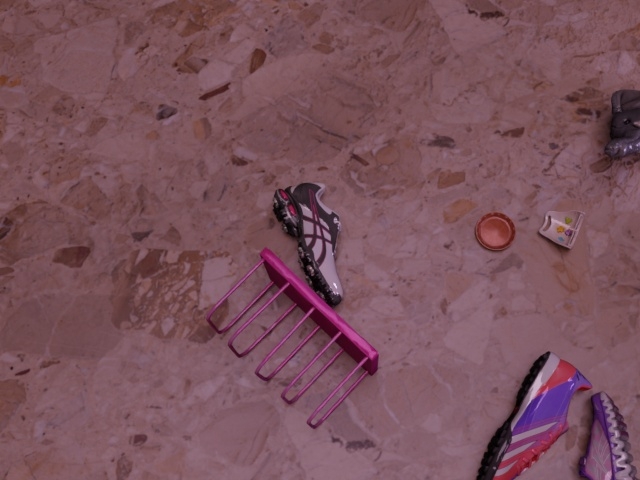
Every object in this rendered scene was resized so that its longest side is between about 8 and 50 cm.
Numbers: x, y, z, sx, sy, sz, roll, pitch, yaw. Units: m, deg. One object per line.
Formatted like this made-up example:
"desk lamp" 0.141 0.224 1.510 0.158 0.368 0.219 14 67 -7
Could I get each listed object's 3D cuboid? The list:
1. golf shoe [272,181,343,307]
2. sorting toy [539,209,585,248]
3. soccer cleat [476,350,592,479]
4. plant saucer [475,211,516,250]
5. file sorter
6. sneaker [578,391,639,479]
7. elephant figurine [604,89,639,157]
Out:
"golf shoe" 0.000 0.000 1.896 0.120 0.105 0.273 -21 74 -12
"sorting toy" 0.493 -0.026 1.917 0.075 0.045 0.083 22 75 16
"soccer cleat" 0.402 0.368 1.768 0.116 0.109 0.318 31 74 7
"plant saucer" 0.363 -0.019 1.932 0.083 0.013 0.084 -1 74 2
"file sorter" -0.055 0.197 1.785 0.290 0.202 0.182 43 80 13
"sneaker" 0.534 0.406 1.761 0.104 0.095 0.237 -20 61 27
"elephant figurine" 0.660 -0.241 1.901 0.239 0.186 0.170 -9 76 -1
